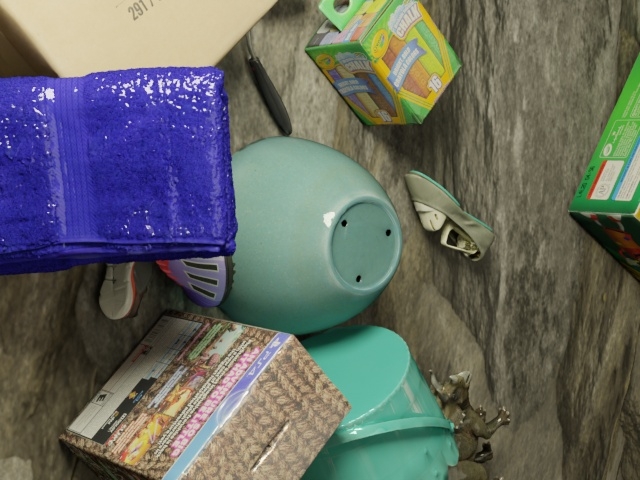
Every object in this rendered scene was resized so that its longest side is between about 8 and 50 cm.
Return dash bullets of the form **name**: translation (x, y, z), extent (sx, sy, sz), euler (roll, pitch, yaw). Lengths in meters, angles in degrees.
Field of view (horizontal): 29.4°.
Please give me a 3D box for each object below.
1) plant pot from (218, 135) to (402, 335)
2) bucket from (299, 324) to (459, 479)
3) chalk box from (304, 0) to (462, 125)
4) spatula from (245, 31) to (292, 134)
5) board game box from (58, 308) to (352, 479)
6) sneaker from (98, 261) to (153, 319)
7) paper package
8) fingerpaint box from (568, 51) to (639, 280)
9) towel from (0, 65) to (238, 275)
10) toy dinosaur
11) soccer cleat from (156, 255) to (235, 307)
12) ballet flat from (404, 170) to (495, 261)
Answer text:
- **plant pot**: translation (0.000, 0.000, 1.705), extent (0.290, 0.195, 0.290), euler (-4, 96, -38)
- **bucket**: translation (0.038, 0.261, 1.701), extent (0.281, 0.281, 0.183), euler (-39, 121, -29)
- **chalk box**: translation (0.081, -0.287, 1.785), extent (0.213, 0.132, 0.132), euler (49, 64, -31)
- **spatula**: translation (-0.093, -0.277, 1.698), extent (0.030, 0.084, 0.296), euler (-24, 117, -12)
- **board game box**: translation (-0.150, 0.230, 1.543), extent (0.232, 0.291, 0.141), euler (-51, 122, -23)
- **sneaker**: translation (-0.248, 0.029, 1.610), extent (0.065, 0.061, 0.158), euler (27, 76, -64)
- **paper package**: translation (-0.263, -0.309, 1.489), extent (0.325, 0.168, 0.309), euler (-50, 121, -23)
- **fingerpaint box**: translation (0.696, -0.141, 2.267), extent (0.371, 0.163, 0.445), euler (37, 72, -34)
- **towel**: translation (-0.252, -0.075, 1.370), extent (0.308, 0.076, 0.228), euler (-4, 105, -1)
- **toy dinosaur**: translation (0.221, 0.346, 1.983), extent (0.160, 0.121, 0.313), euler (-4, 101, -26)
- **soccer cleat**: translation (-0.187, -0.009, 1.556), extent (0.116, 0.108, 0.318), euler (-38, 149, -25)
- **ballet flat**: translation (0.200, -0.032, 1.942), extent (0.213, 0.072, 0.068), euler (36, 76, -35)
